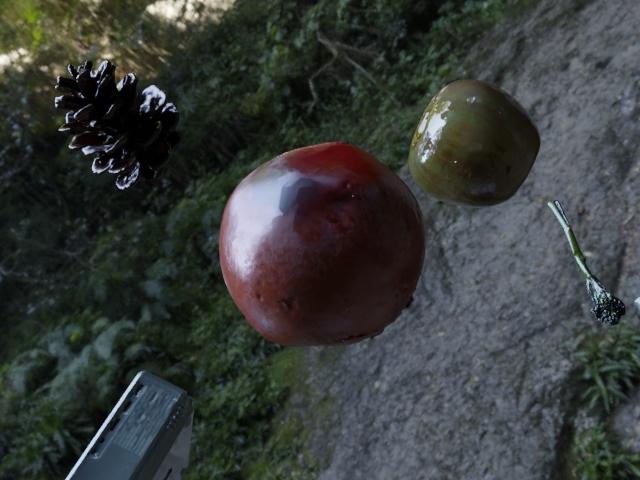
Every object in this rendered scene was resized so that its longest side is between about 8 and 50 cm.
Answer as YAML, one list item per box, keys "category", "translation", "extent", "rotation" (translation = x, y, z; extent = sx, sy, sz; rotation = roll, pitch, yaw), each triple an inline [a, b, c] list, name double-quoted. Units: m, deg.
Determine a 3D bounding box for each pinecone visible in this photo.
- category: "pinecone"
  translation: [-0.431, -0.250, 1.378]
  extent: [0.244, 0.244, 0.309]
  rotation: [-51, -42, -2]

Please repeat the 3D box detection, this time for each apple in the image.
- category: "apple"
  translation: [0.311, -0.193, 1.305]
  extent: [0.257, 0.233, 0.257]
  rotation: [-162, 90, -88]

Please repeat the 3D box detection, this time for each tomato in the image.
- category: "tomato"
  translation: [0.000, 0.000, 0.645]
  extent: [0.208, 0.184, 0.208]
  rotation: [-15, 23, 7]

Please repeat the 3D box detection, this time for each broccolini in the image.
- category: "broccolini"
  translation: [0.375, 0.028, 0.922]
  extent: [0.044, 0.042, 0.218]
  rotation: [-55, 32, 39]

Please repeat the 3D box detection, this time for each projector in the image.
- category: "projector"
  translation: [-0.261, 0.330, 0.905]
  extent: [0.192, 0.099, 0.257]
  rotation: [-59, -8, -40]

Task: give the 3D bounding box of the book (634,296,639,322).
- category: "book"
  translation: [0.491, 0.241, 0.798]
  extent: [0.021, 0.310, 0.217]
  rotation: [-24, 20, 1]
